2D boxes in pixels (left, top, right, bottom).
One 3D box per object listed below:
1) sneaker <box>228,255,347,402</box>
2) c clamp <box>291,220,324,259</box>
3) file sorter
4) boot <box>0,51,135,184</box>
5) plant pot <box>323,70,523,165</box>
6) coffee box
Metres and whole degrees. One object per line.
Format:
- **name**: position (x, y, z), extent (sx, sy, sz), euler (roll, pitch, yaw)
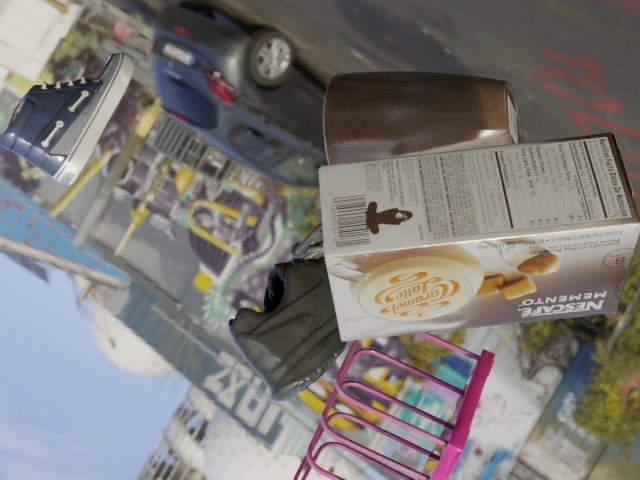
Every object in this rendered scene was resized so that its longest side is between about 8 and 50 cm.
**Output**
- **sneaker**: position (0.010, 0.060, 1.053), extent (0.130, 0.286, 0.109), euler (47, 138, 5)
- **c clamp**: position (0.000, 0.000, 1.283), extent (0.022, 0.137, 0.161), euler (51, -172, 9)
- **file sorter**: position (0.085, 0.277, 1.226), extent (0.182, 0.290, 0.202), euler (24, -145, 9)
- **boot**: position (-0.268, -0.153, 0.962), extent (0.086, 0.190, 0.069), euler (32, 138, -21)
- **plant pot**: position (0.151, -0.143, 1.221), extent (0.230, 0.215, 0.215), euler (-8, 166, 22)
- **coffee box**: position (0.129, 0.001, 0.767), extent (0.247, 0.098, 0.141), euler (-6, 145, 3)
